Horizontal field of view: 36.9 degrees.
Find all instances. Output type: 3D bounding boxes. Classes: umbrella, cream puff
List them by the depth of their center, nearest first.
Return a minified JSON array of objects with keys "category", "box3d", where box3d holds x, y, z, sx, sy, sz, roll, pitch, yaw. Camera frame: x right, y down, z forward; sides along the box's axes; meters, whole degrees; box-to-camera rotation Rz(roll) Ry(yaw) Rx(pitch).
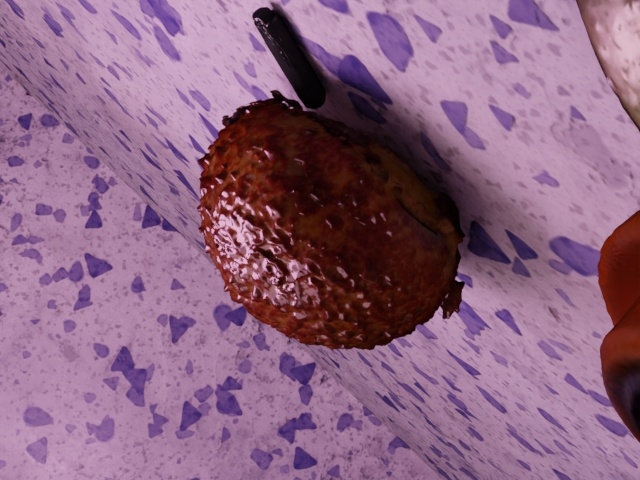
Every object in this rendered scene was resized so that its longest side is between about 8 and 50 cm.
[{"category":"umbrella","box3d":[-0.034,-0.197,1.039,0.036,0.031,0.133,26,157,47]},{"category":"cream puff","box3d":[0.002,0.000,1.082,0.350,0.229,0.350,30,171,6]}]

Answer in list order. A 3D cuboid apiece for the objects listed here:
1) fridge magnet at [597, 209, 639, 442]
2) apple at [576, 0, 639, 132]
[{"category":"fridge magnet","box3d":[0.338,0.118,0.657,0.363,0.155,0.363,42,167,12]},{"category":"apple","box3d":[0.235,-0.088,0.434,0.265,0.120,0.193,43,156,-9]}]
